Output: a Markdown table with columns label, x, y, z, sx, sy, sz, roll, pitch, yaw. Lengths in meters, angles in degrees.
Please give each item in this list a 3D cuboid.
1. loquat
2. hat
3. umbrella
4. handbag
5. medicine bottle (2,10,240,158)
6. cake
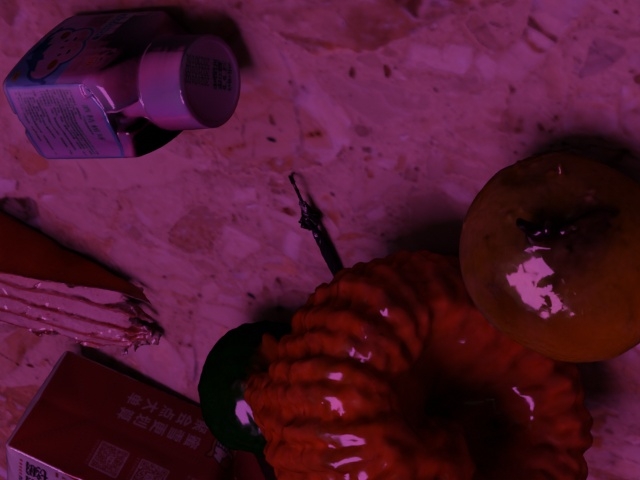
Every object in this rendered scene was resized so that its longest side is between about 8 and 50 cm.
| label | x | y | z | sx | sy | sz | roll | pitch | yaw |
| --- | --- | --- | --- | --- | --- | --- | --- | --- | --- |
| loquat | 0.192 | 0.020 | 1.452 | 0.172 | 0.149 | 0.204 | 23 | 154 | 15 |
| hat | 0.024 | 0.175 | 1.651 | 0.285 | 0.285 | 0.400 | 49 | 144 | -14 |
| umbrella | 0.001 | 0.002 | 1.683 | 0.149 | 0.022 | 0.022 | 63 | 178 | -29 |
| handbag | -0.181 | 0.261 | 1.998 | 0.298 | 0.151 | 0.171 | 22 | 144 | 8 |
| medicine bottle | -0.165 | -0.134 | 1.592 | 0.188 | 0.119 | 0.094 | 2 | 130 | 37 |
| cake | -0.301 | 0.052 | 1.903 | 0.287 | 0.135 | 0.098 | 22 | 126 | 5 |
